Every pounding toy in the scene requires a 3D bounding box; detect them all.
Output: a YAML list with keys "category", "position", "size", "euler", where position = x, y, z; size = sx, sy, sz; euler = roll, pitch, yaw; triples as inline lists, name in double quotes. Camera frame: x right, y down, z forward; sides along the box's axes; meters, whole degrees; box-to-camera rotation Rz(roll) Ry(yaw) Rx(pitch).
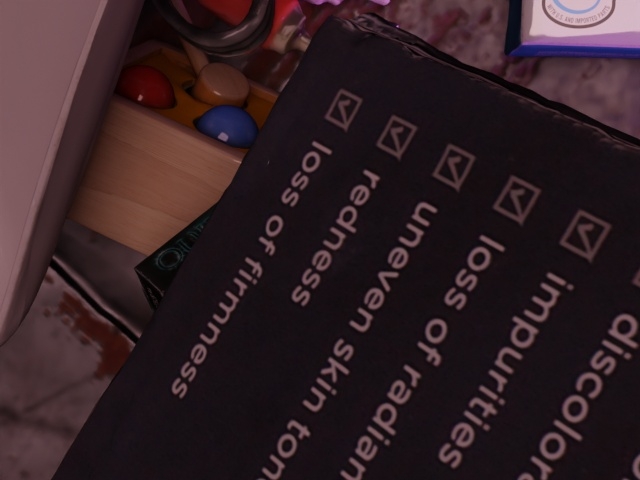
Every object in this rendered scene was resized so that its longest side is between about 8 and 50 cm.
- category: "pounding toy"
  position: [-0.072, -0.067, 0.656]
  size: [0.130, 0.141, 0.100]
  euler: [25, 116, 8]

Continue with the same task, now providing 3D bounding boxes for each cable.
- category: "cable"
  position: [-0.100, -0.183, 0.673]
  size: [0.287, 0.072, 0.139]
  euler: [25, 71, 11]

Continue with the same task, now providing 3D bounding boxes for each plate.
- category: "plate"
  position: [-0.155, -0.132, 0.591]
  size: [0.278, 0.045, 0.277]
  euler: [54, 130, 38]

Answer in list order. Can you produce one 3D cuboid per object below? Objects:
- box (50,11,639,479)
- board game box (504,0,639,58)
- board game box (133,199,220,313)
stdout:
- category: "box"
  position: [0.114, 0.242, 0.445]
  size: [0.472, 0.297, 0.480]
  euler: [33, 93, 42]
- category: "board game box"
  position: [0.231, -0.261, 0.619]
  size: [0.254, 0.079, 0.336]
  euler: [2, 94, 3]
- category: "board game box"
  position: [0.000, 0.000, 0.617]
  size: [0.186, 0.126, 0.026]
  euler: [-39, 55, -19]
